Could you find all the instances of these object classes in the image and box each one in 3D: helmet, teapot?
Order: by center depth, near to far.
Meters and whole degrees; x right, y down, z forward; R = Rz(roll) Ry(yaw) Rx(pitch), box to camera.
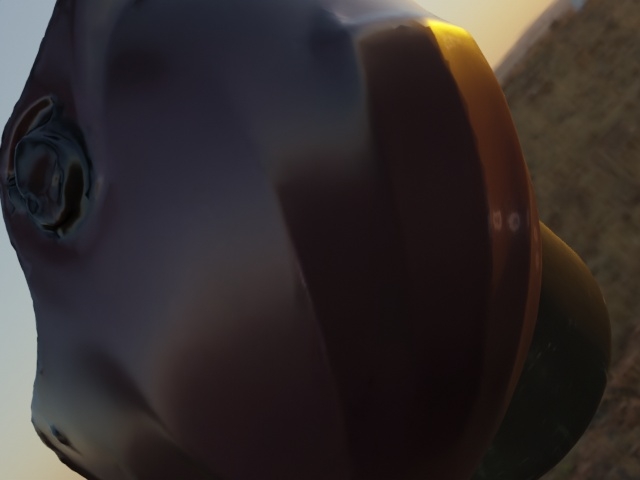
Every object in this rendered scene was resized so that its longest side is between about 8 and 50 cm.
[{"bbox_3d":[0.000,0.000,0.554,0.271,0.197,0.338,-7,-71,-48],"label":"helmet"},{"bbox_3d":[0.038,0.053,0.953,0.376,0.306,0.362,-28,-44,5],"label":"teapot"}]
